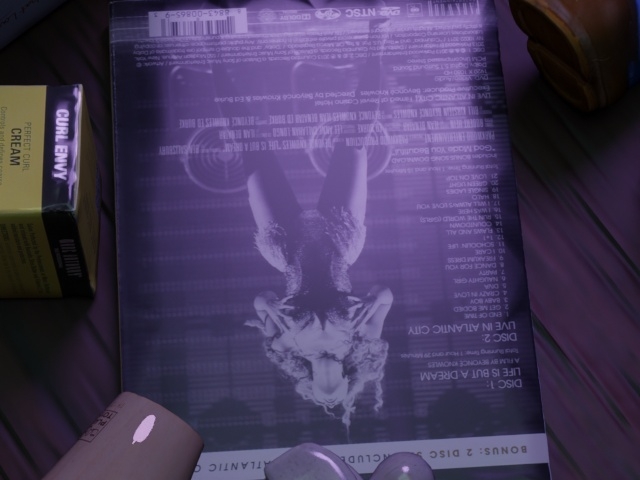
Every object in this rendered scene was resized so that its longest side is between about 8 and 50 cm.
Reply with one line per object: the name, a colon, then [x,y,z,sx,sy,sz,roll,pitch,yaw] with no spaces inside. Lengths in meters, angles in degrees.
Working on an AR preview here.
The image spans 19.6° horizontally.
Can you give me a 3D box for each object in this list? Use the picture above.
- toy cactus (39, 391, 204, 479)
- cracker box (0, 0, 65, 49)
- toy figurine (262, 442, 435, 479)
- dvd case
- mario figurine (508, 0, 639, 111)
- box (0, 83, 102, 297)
toy cactus: [-0.107,0.127,0.594,0.112,0.219,0.180,35,71,-9]
cracker box: [-0.131,-0.162,0.692,0.156,0.232,0.067,-40,74,-15]
toy figurine: [0.042,0.181,0.618,0.210,0.148,0.213,9,70,8]
dvd case: [0.000,0.000,0.748,0.165,0.018,0.221,-3,68,-4]
mario figurine: [0.220,-0.178,0.739,0.198,0.170,0.320,45,79,-22]
box: [-0.204,-0.017,0.714,0.232,0.087,0.058,-1,67,-1]
